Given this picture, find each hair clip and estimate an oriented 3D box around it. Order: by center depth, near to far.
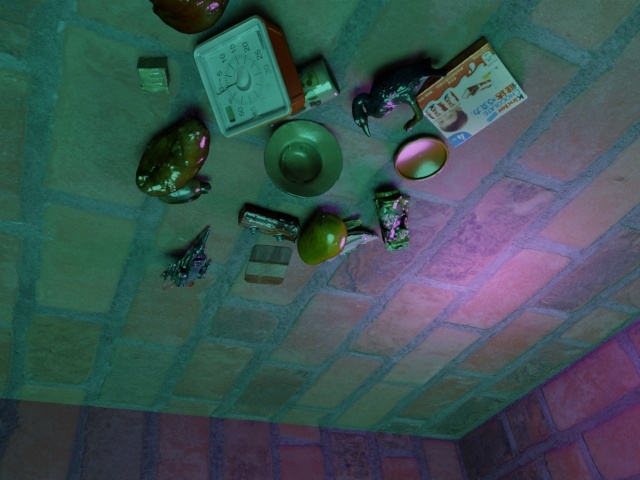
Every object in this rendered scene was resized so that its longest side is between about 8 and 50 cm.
[{"bbox_3d":[0.080,-0.043,2.083,0.188,0.033,0.060,-26,134,28],"label":"hair clip"},{"bbox_3d":[0.114,0.017,2.126,0.220,0.054,0.140,-28,150,22],"label":"hair clip"}]

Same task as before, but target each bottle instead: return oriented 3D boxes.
[{"bbox_3d":[-0.078,-0.421,1.568,0.253,0.120,0.120,-22,137,15],"label":"bottle"}]

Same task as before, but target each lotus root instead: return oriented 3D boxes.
[{"bbox_3d":[-0.465,-0.174,1.814,0.192,0.088,0.113,-5,155,-4],"label":"lotus root"}]

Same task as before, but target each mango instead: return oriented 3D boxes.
[{"bbox_3d":[0.000,0.000,2.030,0.167,0.130,0.262,49,136,0],"label":"mango"}]

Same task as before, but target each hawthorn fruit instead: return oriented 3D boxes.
[{"bbox_3d":[-0.291,-0.619,1.257,0.261,0.224,0.224,-34,136,-1],"label":"hawthorn fruit"}]

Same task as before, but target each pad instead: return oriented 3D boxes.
[{"bbox_3d":[-0.290,0.116,2.191,0.323,0.055,0.250,-9,142,-26],"label":"pad"}]

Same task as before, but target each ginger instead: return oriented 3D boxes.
[{"bbox_3d":[-0.443,-0.266,1.671,0.165,0.172,0.321,46,117,0],"label":"ginger"}]

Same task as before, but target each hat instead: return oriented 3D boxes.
[{"bbox_3d":[-0.067,-0.245,1.738,0.257,0.257,0.130,6,169,-15],"label":"hat"}]

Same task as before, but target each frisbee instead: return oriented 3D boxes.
[{"bbox_3d":[0.344,-0.283,1.850,0.192,0.035,0.192,-5,138,-4],"label":"frisbee"}]

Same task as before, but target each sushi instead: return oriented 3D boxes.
[{"bbox_3d":[0.281,-0.077,2.009,0.139,0.131,0.291,-12,131,7],"label":"sushi"}]

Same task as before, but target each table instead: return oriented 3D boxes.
[{"bbox_3d":[-0.463,-0.460,1.507,0.079,0.062,0.083,-2,139,-6],"label":"table"}]

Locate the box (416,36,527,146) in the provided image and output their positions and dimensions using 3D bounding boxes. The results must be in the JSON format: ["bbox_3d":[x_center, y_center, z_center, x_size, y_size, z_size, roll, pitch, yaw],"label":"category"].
[{"bbox_3d":[0.459,-0.448,1.672,0.273,0.048,0.265,-36,132,27],"label":"box"}]

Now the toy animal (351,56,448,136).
[{"bbox_3d":[0.235,-0.423,1.589,0.185,0.122,0.298,47,117,-2],"label":"toy animal"}]

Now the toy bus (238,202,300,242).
[{"bbox_3d":[-0.187,-0.063,1.996,0.235,0.073,0.096,15,127,-23],"label":"toy bus"}]

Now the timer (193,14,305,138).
[{"bbox_3d":[-0.196,-0.431,1.449,0.250,0.161,0.257,-15,102,20],"label":"timer"}]

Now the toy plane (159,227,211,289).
[{"bbox_3d":[-0.490,0.078,2.082,0.223,0.104,0.326,-3,143,-48],"label":"toy plane"}]
